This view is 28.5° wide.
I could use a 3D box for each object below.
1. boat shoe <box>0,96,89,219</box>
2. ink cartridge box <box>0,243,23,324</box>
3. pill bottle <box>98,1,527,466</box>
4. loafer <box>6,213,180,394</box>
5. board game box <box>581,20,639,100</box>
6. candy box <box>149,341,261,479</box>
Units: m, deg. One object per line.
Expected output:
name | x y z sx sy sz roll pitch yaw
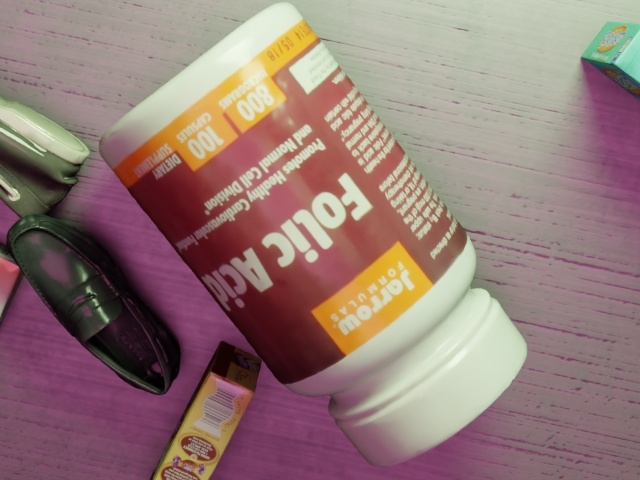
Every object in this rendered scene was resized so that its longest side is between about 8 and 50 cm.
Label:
boat shoe | -0.384 -0.133 1.198 0.335 0.112 0.095 32 96 -8
ink cartridge box | -0.397 0.067 1.273 0.145 0.045 0.179 26 98 -3
pill bottle | 0.000 0.000 1.154 0.224 0.224 0.392 -37 98 8
loafer | -0.217 0.064 1.227 0.076 0.078 0.223 -38 112 8
board game box | 0.348 -0.122 1.153 0.210 0.160 0.047 35 100 -6
candy box | -0.124 0.204 1.258 0.053 0.109 0.186 26 100 -4
